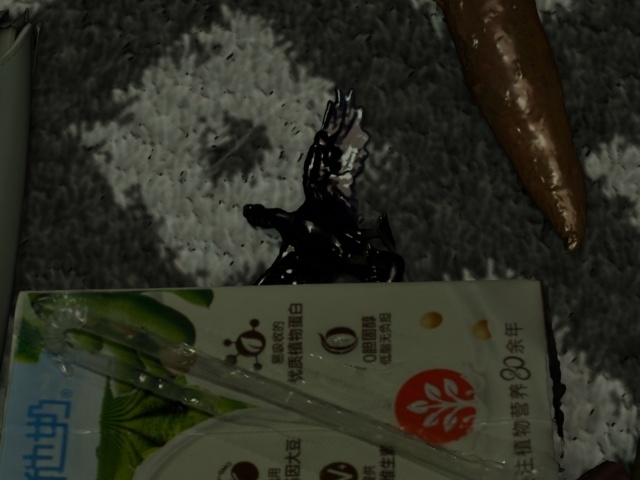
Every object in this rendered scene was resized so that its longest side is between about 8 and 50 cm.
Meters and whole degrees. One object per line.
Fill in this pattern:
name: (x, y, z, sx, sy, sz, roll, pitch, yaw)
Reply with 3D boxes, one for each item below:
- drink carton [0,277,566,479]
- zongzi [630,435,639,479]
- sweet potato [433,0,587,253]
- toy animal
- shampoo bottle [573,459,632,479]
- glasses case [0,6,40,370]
drink carton: (-0.021, 0.134, 1.179, 0.324, 0.132, 0.194, -1, 48, 2)
zongzi: (0.302, 0.328, 1.113, 0.181, 0.418, 0.447, -33, 104, 22)
sweet potato: (0.120, -0.135, 1.360, 0.072, 0.066, 0.314, -12, 75, -1)
toy animal: (0.000, 0.000, 1.313, 0.108, 0.062, 0.220, 13, 70, 20)
shampoo bottle: (0.103, 0.222, 1.231, 0.236, 0.067, 0.068, -34, 86, -14)
glasses case: (-0.257, -0.017, 1.279, 0.128, 0.083, 0.308, 4, 70, -3)
